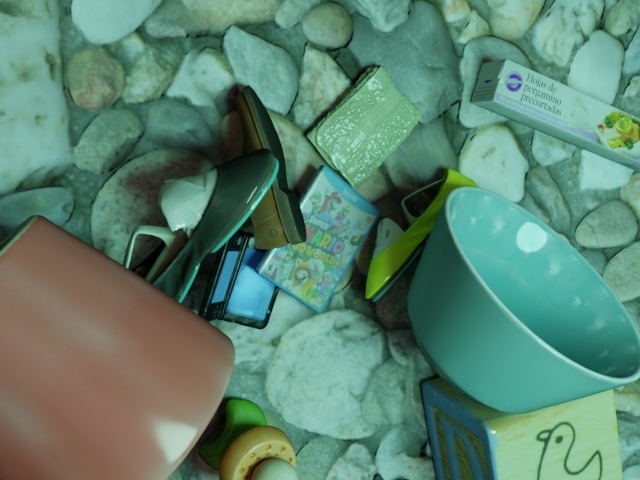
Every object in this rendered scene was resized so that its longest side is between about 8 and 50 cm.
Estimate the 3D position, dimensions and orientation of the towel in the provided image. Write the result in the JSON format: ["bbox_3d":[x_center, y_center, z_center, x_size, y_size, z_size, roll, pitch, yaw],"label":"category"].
[{"bbox_3d":[0.063,-0.154,0.933,0.148,0.027,0.110,-48,110,-7],"label":"towel"}]

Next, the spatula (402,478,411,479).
[{"bbox_3d":[0.016,0.438,0.995,0.296,0.030,0.084,-33,99,-12],"label":"spatula"}]

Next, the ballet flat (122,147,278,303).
[{"bbox_3d":[-0.162,-0.006,0.802,0.096,0.095,0.280,29,107,-28],"label":"ballet flat"}]

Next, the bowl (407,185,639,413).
[{"bbox_3d":[0.233,0.094,0.873,0.311,0.311,0.163,27,122,-20],"label":"bowl"}]

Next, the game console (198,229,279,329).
[{"bbox_3d":[-0.096,0.054,0.887,0.071,0.107,0.122,18,91,8],"label":"game console"}]

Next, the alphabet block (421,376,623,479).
[{"bbox_3d":[0.284,0.286,0.981,0.197,0.193,0.192,-15,104,-16],"label":"alphabet block"}]

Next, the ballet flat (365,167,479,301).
[{"bbox_3d":[0.127,-0.016,0.958,0.231,0.077,0.077,-43,87,-12],"label":"ballet flat"}]

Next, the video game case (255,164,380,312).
[{"bbox_3d":[0.000,0.000,0.920,0.119,0.015,0.166,36,81,-32],"label":"video game case"}]

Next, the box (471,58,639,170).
[{"bbox_3d":[0.379,-0.180,1.017,0.324,0.067,0.063,17,91,-19],"label":"box"}]

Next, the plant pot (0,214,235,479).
[{"bbox_3d":[-0.266,0.125,0.691,0.275,0.275,0.243,-45,110,-8],"label":"plant pot"}]

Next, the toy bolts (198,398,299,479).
[{"bbox_3d":[-0.154,0.315,0.835,0.218,0.158,0.228,29,89,-34],"label":"toy bolts"}]

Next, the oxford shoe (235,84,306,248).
[{"bbox_3d":[-0.082,-0.091,0.860,0.076,0.076,0.212,-16,82,14],"label":"oxford shoe"}]
